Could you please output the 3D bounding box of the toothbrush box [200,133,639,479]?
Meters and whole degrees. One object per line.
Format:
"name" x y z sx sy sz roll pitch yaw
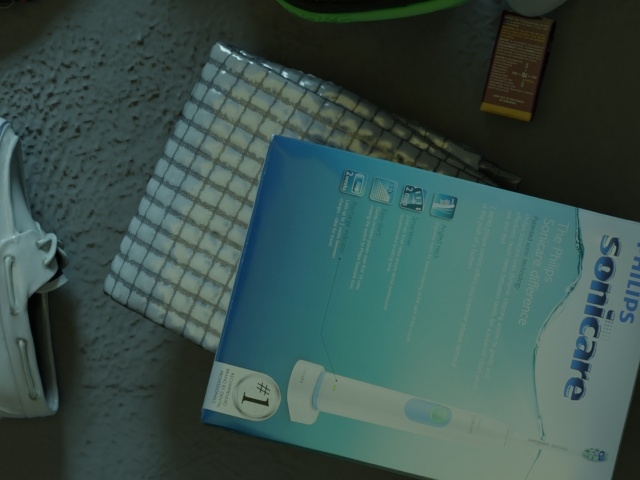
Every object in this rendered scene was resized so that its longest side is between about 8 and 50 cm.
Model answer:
"toothbrush box" 0.083 0.063 1.390 0.296 0.126 0.216 13 88 3

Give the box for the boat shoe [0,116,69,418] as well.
"boat shoe" -0.252 0.024 1.593 0.084 0.095 0.258 3 105 7

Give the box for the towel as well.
"towel" 0.000 0.000 1.519 0.284 0.121 0.235 26 91 3

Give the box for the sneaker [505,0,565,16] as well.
"sneaker" 0.218 -0.262 1.484 0.212 0.094 0.080 -29 132 -3

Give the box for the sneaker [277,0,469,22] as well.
"sneaker" 0.138 -0.329 1.279 0.483 0.202 0.185 -35 54 18

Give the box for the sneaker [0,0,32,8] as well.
"sneaker" -0.249 -0.235 1.592 0.158 0.061 0.065 -31 115 13

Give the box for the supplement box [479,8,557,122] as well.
"supplement box" 0.157 -0.138 1.510 0.043 0.055 0.083 14 97 9
